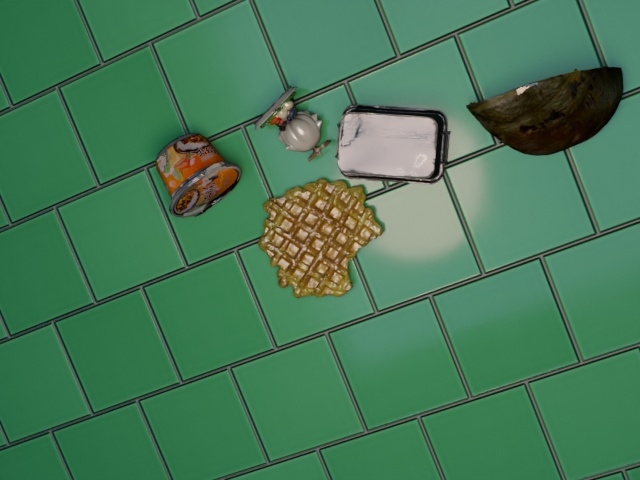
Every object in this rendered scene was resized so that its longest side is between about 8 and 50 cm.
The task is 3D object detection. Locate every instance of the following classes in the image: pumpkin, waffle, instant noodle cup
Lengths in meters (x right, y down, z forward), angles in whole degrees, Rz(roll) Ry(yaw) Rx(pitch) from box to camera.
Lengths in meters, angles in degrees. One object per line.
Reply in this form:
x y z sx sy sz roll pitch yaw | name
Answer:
0.458 -0.246 1.556 0.312 0.169 0.148 -17 92 13 | pumpkin
0.000 0.000 1.742 0.291 0.051 0.291 1 97 10 | waffle
-0.277 -0.152 1.724 0.125 0.177 0.208 56 135 14 | instant noodle cup

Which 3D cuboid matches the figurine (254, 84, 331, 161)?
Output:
-0.048 -0.235 1.689 0.153 0.132 0.132 44 104 -10 | figurine

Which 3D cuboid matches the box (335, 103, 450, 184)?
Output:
0.143 -0.197 1.643 0.243 0.135 0.163 6 99 10 | box
